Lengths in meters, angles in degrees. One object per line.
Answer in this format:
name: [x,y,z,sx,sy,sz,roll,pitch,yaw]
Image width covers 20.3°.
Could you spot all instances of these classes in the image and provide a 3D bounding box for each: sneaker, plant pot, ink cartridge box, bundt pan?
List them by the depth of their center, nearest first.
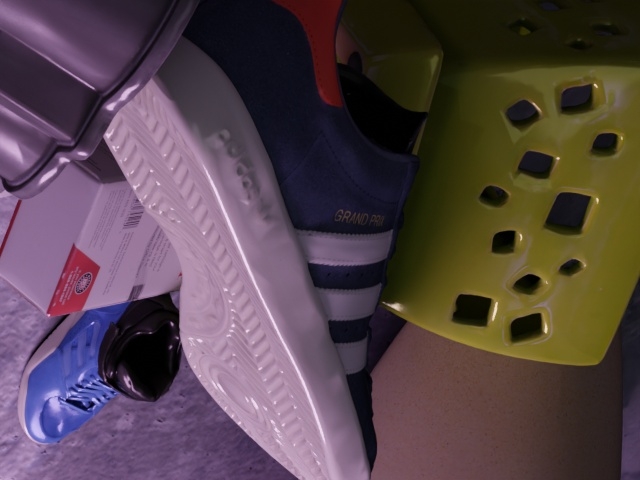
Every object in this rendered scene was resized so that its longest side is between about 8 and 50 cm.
bundt pan: [-0.132,-0.193,0.851,0.124,0.331,0.330,27,107,-23]
sneaker: [0.000,0.000,0.959,0.148,0.131,0.350,-41,142,-23]
plant pot: [0.076,-0.072,1.106,0.207,0.228,0.227,1,123,-23]
ink cartridge box: [-0.124,-0.015,1.108,0.135,0.056,0.099,-10,131,-55]
sneaker: [-0.144,0.090,1.184,0.058,0.084,0.152,25,108,-39]
plant pot: [0.115,0.164,1.300,0.257,0.256,0.274,11,101,-35]

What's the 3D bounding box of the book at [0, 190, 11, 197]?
book: [-0.213,-0.088,1.055,0.096,0.035,0.144,-17,129,-14]
